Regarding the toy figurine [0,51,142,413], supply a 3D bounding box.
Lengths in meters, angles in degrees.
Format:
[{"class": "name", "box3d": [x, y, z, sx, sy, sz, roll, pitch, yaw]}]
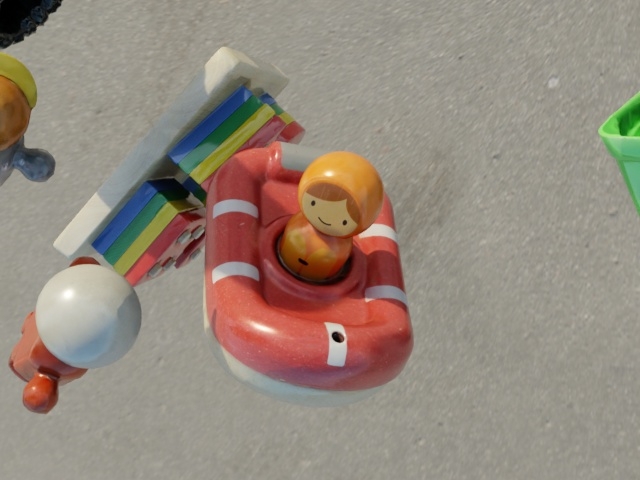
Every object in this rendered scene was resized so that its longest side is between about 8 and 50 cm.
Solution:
[{"class": "toy figurine", "box3d": [-0.230, 0.016, 0.561, 0.148, 0.213, 0.209, -28, 84, 58]}]

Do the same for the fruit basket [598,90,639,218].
[{"class": "fruit basket", "box3d": [0.516, -0.176, 1.058, 0.392, 0.283, 0.392, 24, 132, 30]}]

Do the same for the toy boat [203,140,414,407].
[{"class": "toy boat", "box3d": [0.000, 0.000, 0.707, 0.151, 0.231, 0.151, 8, 137, -16]}]

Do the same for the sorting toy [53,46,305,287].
[{"class": "sorting toy", "box3d": [-0.123, -0.070, 1.050, 0.089, 0.257, 0.255, 43, 100, 3]}]

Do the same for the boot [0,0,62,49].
[{"class": "boot", "box3d": [-0.278, -0.369, 0.853, 0.260, 0.131, 0.348, 37, 108, 12]}]
